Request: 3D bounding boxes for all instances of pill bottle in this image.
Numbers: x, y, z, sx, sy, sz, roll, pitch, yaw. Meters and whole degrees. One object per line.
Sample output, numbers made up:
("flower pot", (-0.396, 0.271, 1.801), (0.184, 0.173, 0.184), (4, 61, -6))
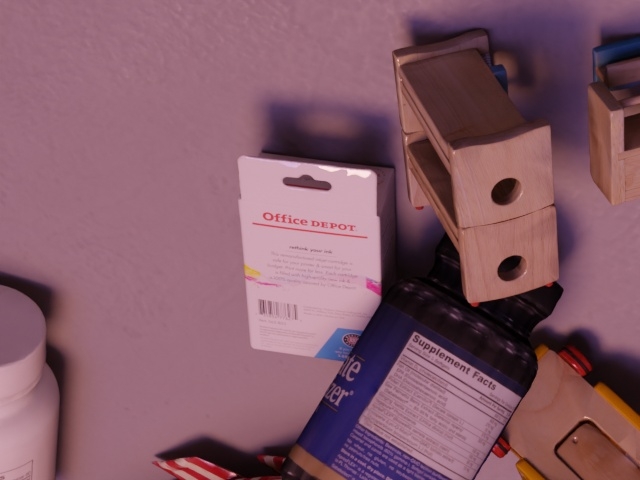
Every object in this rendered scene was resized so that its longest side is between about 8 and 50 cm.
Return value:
("pill bottle", (0.076, 0.104, 1.276), (0.123, 0.123, 0.219), (32, 87, -8))
("pill bottle", (-0.280, 0.152, 1.485), (0.131, 0.131, 0.229), (15, 130, 6))

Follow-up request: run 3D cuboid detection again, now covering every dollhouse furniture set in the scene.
("dollhouse furniture set", (0.159, -0.062, 1.201), (0.184, 0.129, 0.129), (-15, 128, -8))

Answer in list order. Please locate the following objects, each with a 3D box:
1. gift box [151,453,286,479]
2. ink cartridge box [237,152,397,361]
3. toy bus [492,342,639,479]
("gift box", (-0.055, 0.329, 1.483), (0.276, 0.258, 0.255), (-6, 130, 47))
("ink cartridge box", (0.000, 0.000, 1.318), (0.104, 0.061, 0.181), (7, 130, 12))
("toy bus", (0.195, 0.161, 1.353), (0.191, 0.202, 0.104), (-1, 159, 12))
